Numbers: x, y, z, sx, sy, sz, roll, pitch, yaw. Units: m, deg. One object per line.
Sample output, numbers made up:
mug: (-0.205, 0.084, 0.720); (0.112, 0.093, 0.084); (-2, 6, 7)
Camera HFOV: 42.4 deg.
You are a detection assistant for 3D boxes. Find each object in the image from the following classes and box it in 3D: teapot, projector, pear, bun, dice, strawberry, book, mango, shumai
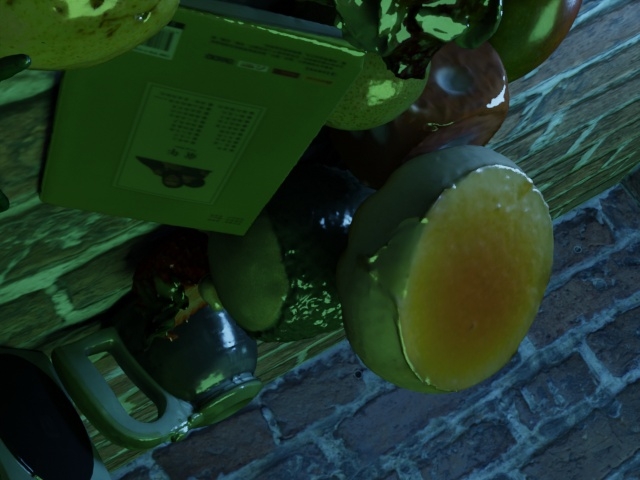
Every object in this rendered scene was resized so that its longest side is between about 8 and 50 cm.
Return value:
teapot: (-0.226, 0.189, 1.343); (0.239, 0.239, 0.321); (-39, 162, 18)
projector: (-0.426, 0.275, 1.175); (0.079, 0.257, 0.259); (-35, 164, 3)
pear: (-0.171, -0.184, 0.496); (0.178, 0.178, 0.178); (-30, 164, -9)
bun: (0.129, 0.028, 0.981); (0.298, 0.164, 0.299); (-13, 111, -37)
dice: (0.112, -0.177, 1.016); (0.174, 0.179, 0.174); (-21, 161, -22)
strawberry: (-0.186, 0.041, 1.229); (0.286, 0.106, 0.188); (-37, 170, -44)
pear: (0.029, -0.188, 0.837); (0.136, 0.167, 0.167); (-2, 154, -19)
book: (-0.133, -0.109, 0.796); (0.239, 0.035, 0.352); (8, 151, -21)
mango: (0.236, -0.273, 1.059); (0.146, 0.129, 0.289); (-60, -172, -22)
shumai: (0.064, -0.251, 0.638); (0.255, 0.218, 0.189); (-23, 168, -20)

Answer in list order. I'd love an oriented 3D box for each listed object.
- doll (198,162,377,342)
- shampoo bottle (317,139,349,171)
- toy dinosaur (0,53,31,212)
doll: (0.000, 0.000, 1.133); (0.349, 0.247, 0.247); (-17, 158, -33)
shampoo bottle: (0.041, -0.118, 1.254); (0.102, 0.064, 0.260); (-21, 161, -28)
toy dinosaur: (-0.252, -0.056, 0.600); (0.301, 0.447, 0.087); (41, 69, -46)
